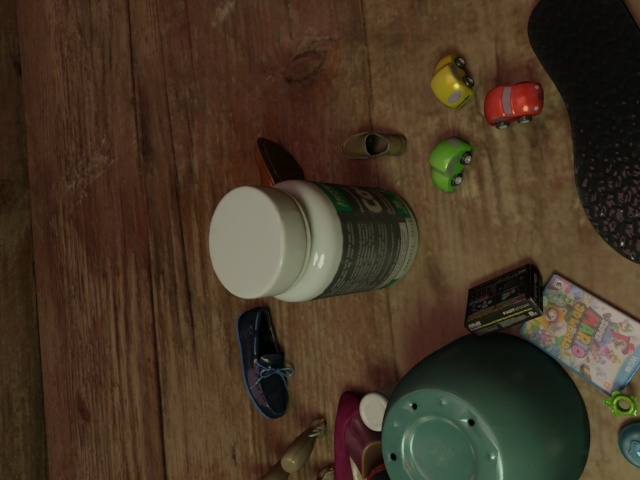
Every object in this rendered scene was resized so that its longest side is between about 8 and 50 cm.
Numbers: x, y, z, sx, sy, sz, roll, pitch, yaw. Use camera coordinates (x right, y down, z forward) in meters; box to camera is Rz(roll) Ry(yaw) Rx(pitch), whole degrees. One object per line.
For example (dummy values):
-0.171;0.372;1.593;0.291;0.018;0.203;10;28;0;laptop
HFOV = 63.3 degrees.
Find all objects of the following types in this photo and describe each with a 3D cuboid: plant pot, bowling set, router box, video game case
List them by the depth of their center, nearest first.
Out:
0.230;0.298;0.798;0.292;0.235;0.293;-3;85;38;plant pot
0.407;0.144;0.800;0.166;0.015;0.119;36;113;33;video game case
0.296;0.098;0.841;0.122;0.092;0.038;-32;108;37;router box
-0.039;0.552;1.129;0.200;0.154;0.287;45;118;9;bowling set

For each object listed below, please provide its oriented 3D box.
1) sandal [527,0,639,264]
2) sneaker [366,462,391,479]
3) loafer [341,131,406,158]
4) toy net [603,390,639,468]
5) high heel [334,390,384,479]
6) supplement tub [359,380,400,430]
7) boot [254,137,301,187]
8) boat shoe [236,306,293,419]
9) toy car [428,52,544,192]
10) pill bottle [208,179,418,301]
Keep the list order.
0.430;-0.180;0.730;0.167;0.107;0.446;-25;63;39;sandal
0.207;0.523;0.899;0.131;0.148;0.350;-39;96;0;sneaker
0.096;-0.191;1.028;0.147;0.050;0.056;1;92;40;loafer
0.518;0.250;0.694;0.232;0.045;0.122;-17;79;37;toy net
0.080;0.505;1.061;0.181;0.127;0.378;-130;44;-68;high heel
0.130;0.310;0.978;0.070;0.107;0.071;0;91;39;supplement tub
-0.122;-0.071;1.195;0.220;0.109;0.284;-41;73;37;boot
-0.130;0.278;1.199;0.089;0.109;0.259;-31;74;33;boat shoe
0.237;-0.187;0.883;0.239;0.053;0.225;48;129;47;toy car
0.000;0.000;0.912;0.204;0.360;0.205;1;92;39;pill bottle
